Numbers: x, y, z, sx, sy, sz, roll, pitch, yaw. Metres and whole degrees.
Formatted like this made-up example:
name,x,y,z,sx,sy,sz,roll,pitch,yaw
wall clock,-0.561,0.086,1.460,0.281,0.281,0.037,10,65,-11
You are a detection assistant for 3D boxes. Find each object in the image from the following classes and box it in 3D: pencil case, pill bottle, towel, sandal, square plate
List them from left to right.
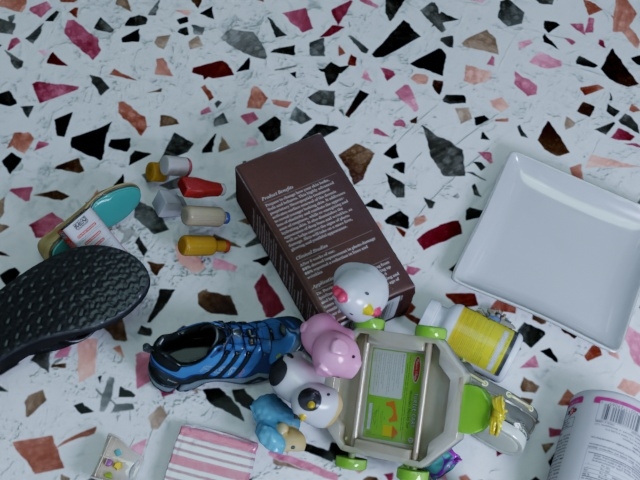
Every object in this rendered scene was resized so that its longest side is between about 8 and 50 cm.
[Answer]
name,x,y,z,sx,sy,sz,roll,pitch,yaw
sandal,-0.518,0.144,1.879,0.445,0.107,0.168,-25,68,-4
towel,-0.199,0.424,1.784,0.144,0.029,0.197,14,63,3
pencil case,0.183,0.349,1.834,0.064,0.070,0.152,-9,56,-53
pill bottle,0.274,0.181,1.916,0.184,0.103,0.103,27,62,9
square plate,0.476,0.021,2.055,0.347,0.049,0.344,25,61,8
pill bottle,0.473,0.415,1.771,0.160,0.160,0.283,22,61,7

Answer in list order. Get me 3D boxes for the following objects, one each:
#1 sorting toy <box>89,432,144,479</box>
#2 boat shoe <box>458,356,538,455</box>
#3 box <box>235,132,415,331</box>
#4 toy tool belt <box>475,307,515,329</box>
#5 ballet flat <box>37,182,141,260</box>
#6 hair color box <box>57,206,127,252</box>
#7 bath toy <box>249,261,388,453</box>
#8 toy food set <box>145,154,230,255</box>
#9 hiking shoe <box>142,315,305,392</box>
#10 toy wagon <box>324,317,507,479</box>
name,x,y,z,sx,sy,sz,roll,pitch,yaw
sorting toy,-0.348,0.388,1.782,0.075,0.045,0.083,21,60,-2
boat shoe,0.250,0.268,1.866,0.305,0.109,0.091,33,58,10
box,0.000,0.000,1.975,0.191,0.143,0.381,-23,67,-16
toy tool belt,0.333,0.154,1.974,0.083,0.052,0.051,34,32,10
ballet flat,-0.453,-0.044,1.997,0.073,0.080,0.232,23,54,42
hair color box,-0.420,0.014,1.941,0.072,0.043,0.141,-44,108,-25
bath toy,0.004,0.198,1.760,0.151,0.129,0.348,35,106,17
toy food set,-0.250,-0.080,2.022,0.104,0.111,0.232,2,44,-40
hiking shoe,-0.161,0.196,1.851,0.304,0.132,0.113,-15,63,-13
toy wagon,0.159,0.277,1.775,0.344,0.068,0.267,6,86,27
